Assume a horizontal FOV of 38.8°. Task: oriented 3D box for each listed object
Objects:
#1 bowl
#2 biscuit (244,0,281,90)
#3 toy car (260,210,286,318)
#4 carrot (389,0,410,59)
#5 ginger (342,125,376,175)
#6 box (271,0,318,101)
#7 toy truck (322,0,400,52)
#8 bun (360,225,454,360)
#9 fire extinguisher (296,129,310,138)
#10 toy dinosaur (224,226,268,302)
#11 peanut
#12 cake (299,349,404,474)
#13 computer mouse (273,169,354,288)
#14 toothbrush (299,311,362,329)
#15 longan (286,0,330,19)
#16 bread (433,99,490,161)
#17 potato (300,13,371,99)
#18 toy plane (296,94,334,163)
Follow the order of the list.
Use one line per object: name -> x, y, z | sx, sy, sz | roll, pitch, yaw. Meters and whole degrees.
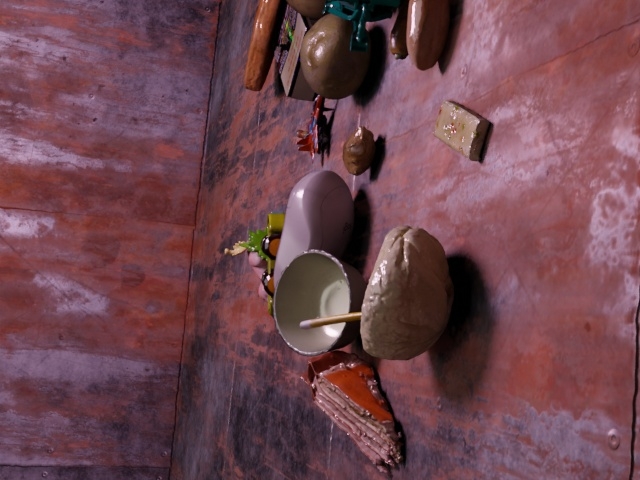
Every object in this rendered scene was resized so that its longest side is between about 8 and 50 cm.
bowl -> 0.016, 0.128, 1.795 | 0.211, 0.112, 0.211 | -11, 74, 42
biscuit -> -0.143, -0.636, 2.595 | 0.349, 0.078, 0.455 | -81, 8, -51
toy car -> -0.064, 0.056, 2.097 | 0.200, 0.143, 0.247 | -141, 51, -82
carrot -> 0.176, -0.465, 1.709 | 0.049, 0.049, 0.254 | -138, 62, -70
ginger -> 0.076, -0.178, 1.881 | 0.165, 0.067, 0.096 | 139, 137, -84
box -> -0.049, -0.526, 2.389 | 0.310, 0.084, 0.198 | -106, 28, -51
toy truck -> 0.076, -0.503, 1.753 | 0.363, 0.177, 0.177 | -91, 8, -60
bun -> 0.143, 0.082, 1.431 | 0.220, 0.134, 0.220 | 14, -90, -80
fire extinguisher -> -0.042, -0.279, 2.372 | 0.028, 0.022, 0.083 | -52, 18, -3
toy dinosaur -> -0.137, 0.057, 2.401 | 0.194, 0.152, 0.177 | 42, 137, 18
peanut -> 0.186, -0.372, 1.581 | 0.076, 0.076, 0.152 | -141, 56, -70
cake -> 0.080, 0.303, 1.651 | 0.287, 0.135, 0.098 | 49, 127, 42
computer mouse -> 0.000, 0.000, 1.910 | 0.184, 0.121, 0.296 | -19, -57, -60
toothbrush -> 0.066, 0.136, 1.653 | 0.288, 0.021, 0.024 | -14, 55, 43
longan -> -0.002, -0.618, 2.095 | 0.196, 0.197, 0.220 | 172, 100, -72
bread -> 0.225, -0.179, 1.459 | 0.153, 0.028, 0.068 | -125, 47, -63
potato -> 0.034, -0.398, 1.966 | 0.177, 0.160, 0.235 | -54, 9, 10
toy plane -> -0.004, -0.285, 2.189 | 0.130, 0.061, 0.189 | -106, 32, -53
